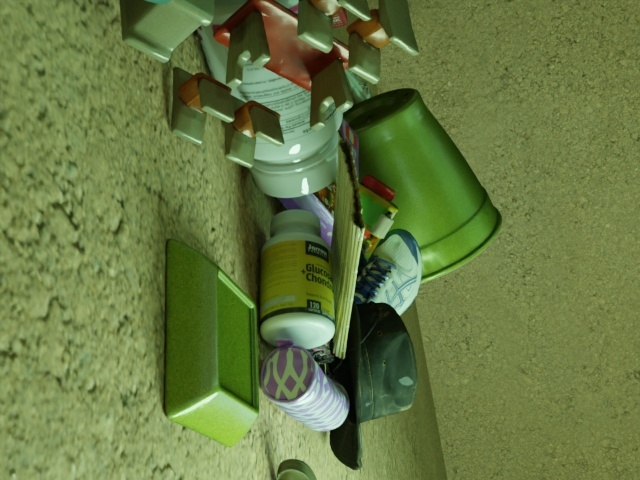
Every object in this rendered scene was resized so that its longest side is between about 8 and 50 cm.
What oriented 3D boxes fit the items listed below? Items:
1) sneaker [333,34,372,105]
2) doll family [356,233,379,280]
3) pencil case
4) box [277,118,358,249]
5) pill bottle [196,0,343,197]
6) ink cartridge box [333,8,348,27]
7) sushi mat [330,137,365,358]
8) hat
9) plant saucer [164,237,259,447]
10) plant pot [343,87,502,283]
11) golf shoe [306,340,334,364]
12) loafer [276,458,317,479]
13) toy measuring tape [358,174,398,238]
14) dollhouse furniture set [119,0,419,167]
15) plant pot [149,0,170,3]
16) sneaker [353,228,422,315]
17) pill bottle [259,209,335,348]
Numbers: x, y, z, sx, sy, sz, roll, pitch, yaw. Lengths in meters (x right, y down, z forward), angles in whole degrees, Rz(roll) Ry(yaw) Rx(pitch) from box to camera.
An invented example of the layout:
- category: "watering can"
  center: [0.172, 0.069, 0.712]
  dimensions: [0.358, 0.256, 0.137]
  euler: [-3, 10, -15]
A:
- category: "sneaker"
  center: [0.058, -0.364, 1.906]
  dimensions: [0.110, 0.118, 0.292]
  euler: [-76, 153, -59]
- category: "doll family"
  center: [0.072, 0.017, 1.652]
  dimensions: [0.163, 0.118, 0.263]
  euler: [65, 21, -45]
- category: "pencil case"
  center: [-0.017, 0.208, 1.139]
  dimensions: [0.206, 0.086, 0.088]
  euler: [58, 33, -63]
- category: "box"
  center: [-0.010, -0.143, 1.371]
  dimensions: [0.201, 0.057, 0.293]
  euler: [47, 30, -34]
- category: "pill bottle"
  center: [-0.058, -0.207, 1.067]
  dimensions: [0.160, 0.160, 0.283]
  euler: [-85, 165, -50]
- category: "ink cartridge box"
  center: [-0.034, -0.566, 1.602]
  dimensions: [0.273, 0.114, 0.197]
  euler: [43, 40, -71]
- category: "sushi mat"
  center: [0.030, 0.021, 1.125]
  dimensions: [0.316, 0.019, 0.151]
  euler: [95, -9, -51]
- category: "hat"
  center: [0.084, 0.203, 1.337]
  dimensions: [0.331, 0.134, 0.331]
  euler: [177, -90, -78]
- category: "plant saucer"
  center: [-0.108, 0.112, 0.870]
  dimensions: [0.188, 0.045, 0.188]
  euler: [58, 25, -63]
- category: "plant pot"
  center: [0.175, -0.139, 1.826]
  dimensions: [0.366, 0.366, 0.353]
  euler: [-75, 142, -64]
- category: "golf shoe"
  center: [-0.021, 0.148, 1.238]
  dimensions: [0.186, 0.067, 0.086]
  euler: [71, 7, -79]
- category: "loafer"
  center: [-0.026, 0.357, 1.055]
  dimensions: [0.050, 0.056, 0.148]
  euler: [-73, 152, -79]
- category: "toy measuring tape"
  center: [0.078, -0.058, 1.459]
  dimensions: [0.330, 0.121, 0.121]
  euler: [-43, 124, -82]
- category: "dollhouse furniture set"
  center: [-0.074, -0.225, 0.846]
  dimensions: [0.259, 0.262, 0.135]
  euler: [22, 52, -40]
- category: "plant pot"
  center: [-0.140, -0.323, 0.640]
  dimensions: [0.165, 0.166, 0.234]
  euler: [4, 87, -39]
- category: "sneaker"
  center: [0.102, 0.108, 1.529]
  dimensions: [0.131, 0.112, 0.296]
  euler: [36, 73, -59]
- category: "pill bottle"
  center: [-0.034, 0.052, 1.139]
  dimensions: [0.103, 0.103, 0.184]
  euler: [63, 21, -57]
